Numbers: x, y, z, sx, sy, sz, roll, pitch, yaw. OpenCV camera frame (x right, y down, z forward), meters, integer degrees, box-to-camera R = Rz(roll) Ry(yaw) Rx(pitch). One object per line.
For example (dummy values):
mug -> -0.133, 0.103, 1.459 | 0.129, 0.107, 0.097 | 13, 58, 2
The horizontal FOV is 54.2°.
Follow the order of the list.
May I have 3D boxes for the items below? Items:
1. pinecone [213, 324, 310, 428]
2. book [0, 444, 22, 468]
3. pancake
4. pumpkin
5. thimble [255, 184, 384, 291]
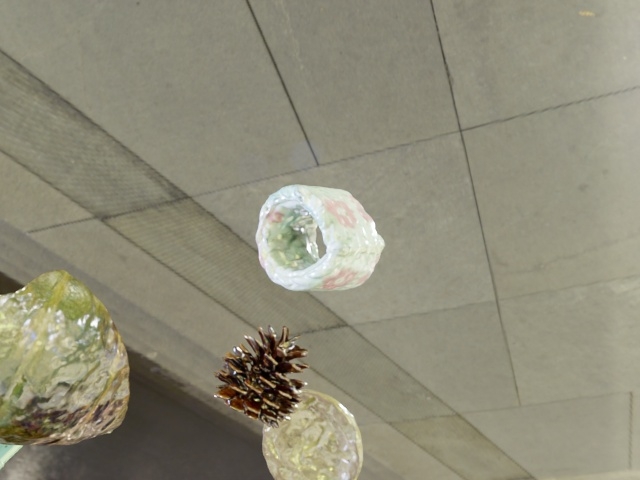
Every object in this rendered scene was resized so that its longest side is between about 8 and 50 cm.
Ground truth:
pinecone -> -0.093, 0.228, 1.096 | 0.163, 0.165, 0.163 | 31, 172, 5
book -> -0.527, 0.330, 0.957 | 0.103, 0.135, 0.017 | 15, 131, 26
pancake -> -0.019, 0.449, 1.380 | 0.242, 0.242, 0.050 | -13, 172, 16
pumpkin -> -0.296, 0.179, 0.673 | 0.111, 0.163, 0.278 | 29, 128, 12
thimble -> 0.000, 0.000, 1.100 | 0.211, 0.185, 0.149 | 15, -171, 41
